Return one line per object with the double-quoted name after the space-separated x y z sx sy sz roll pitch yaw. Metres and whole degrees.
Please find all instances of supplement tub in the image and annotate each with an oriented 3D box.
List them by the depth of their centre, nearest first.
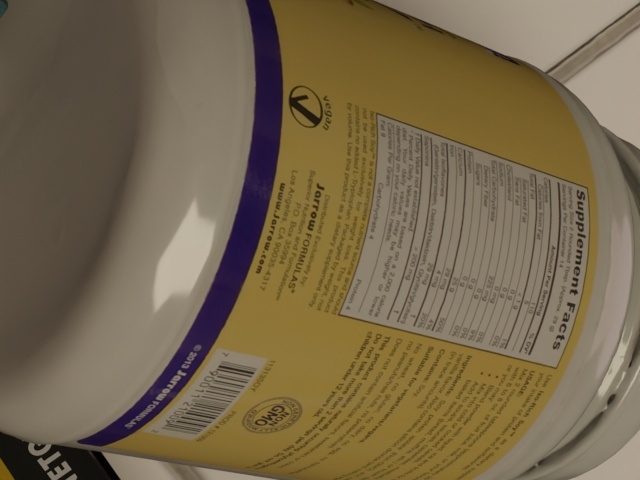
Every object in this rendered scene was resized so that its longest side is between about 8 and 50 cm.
0.000 0.000 0.755 0.331 0.241 0.241 16 110 -37 "supplement tub"

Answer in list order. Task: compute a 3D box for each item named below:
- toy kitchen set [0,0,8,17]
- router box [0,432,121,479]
-0.255 -0.060 0.643 0.166 0.122 0.207 32 100 -40 "toy kitchen set"
-0.215 0.203 0.861 0.243 0.081 0.309 -33 130 -8 "router box"
